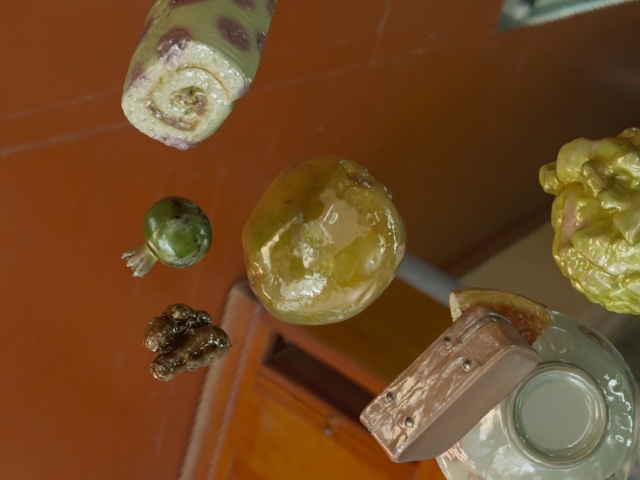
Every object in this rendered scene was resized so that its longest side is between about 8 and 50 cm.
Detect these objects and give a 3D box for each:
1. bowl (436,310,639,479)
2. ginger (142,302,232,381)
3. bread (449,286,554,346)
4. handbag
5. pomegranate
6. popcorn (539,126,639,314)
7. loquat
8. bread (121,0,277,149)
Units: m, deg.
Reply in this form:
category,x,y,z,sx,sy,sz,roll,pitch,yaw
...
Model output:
category,x,y,z,sx,sy,sz,roll,pitch,yaw
bowl,0.332,0.257,1.819,0.337,0.337,0.157,-54,177,-10
ginger,-0.191,0.132,1.716,0.073,0.103,0.162,-37,171,27
bread,0.222,0.114,1.661,0.154,0.136,0.054,-50,-164,-14
handbag,0.150,0.162,1.377,0.193,0.072,0.151,-49,152,16
pomegranate,-0.229,-0.001,1.834,0.142,0.114,0.114,-36,153,4
popcorn,0.379,-0.034,1.461,0.259,0.259,0.212,-54,171,-10
loquat,0.000,0.000,2.077,0.284,0.276,0.276,-33,149,-5
bread,-0.166,-0.297,1.749,0.187,0.155,0.338,-45,-159,36
